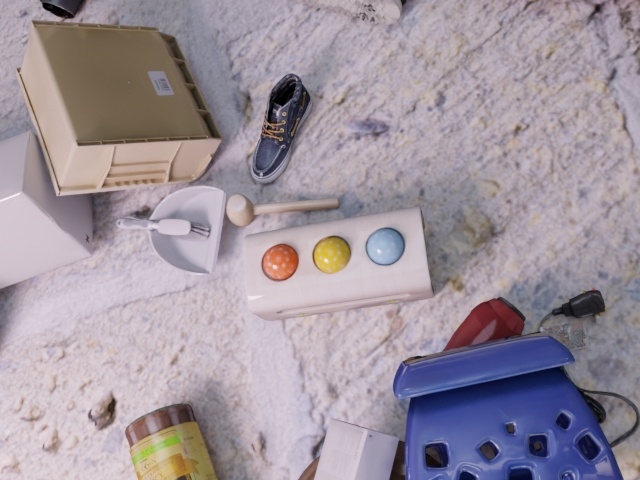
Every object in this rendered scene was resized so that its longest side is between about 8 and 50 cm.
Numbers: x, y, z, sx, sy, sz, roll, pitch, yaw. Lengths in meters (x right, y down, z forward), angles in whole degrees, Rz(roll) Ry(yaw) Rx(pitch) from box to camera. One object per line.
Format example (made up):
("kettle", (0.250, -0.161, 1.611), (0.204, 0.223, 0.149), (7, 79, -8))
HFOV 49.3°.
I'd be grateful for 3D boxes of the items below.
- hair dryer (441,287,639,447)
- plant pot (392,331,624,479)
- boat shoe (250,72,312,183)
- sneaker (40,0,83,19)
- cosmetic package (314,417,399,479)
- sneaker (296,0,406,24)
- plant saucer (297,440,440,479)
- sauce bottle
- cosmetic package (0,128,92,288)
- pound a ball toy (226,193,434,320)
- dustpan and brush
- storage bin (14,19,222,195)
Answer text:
("hair dryer", (0.278, 0.187, 0.975), (0.294, 0.080, 0.223), (-10, 72, 11))
("plant pot", (0.206, 0.231, 0.848), (0.236, 0.236, 0.212), (-14, 80, 3))
("boat shoe", (-0.076, -0.191, 1.178), (0.065, 0.083, 0.183), (21, 79, 19))
("sneaker", (-0.564, -0.529, 1.404), (0.222, 0.083, 0.118), (20, 79, 18))
("cosmetic package", (0.029, 0.366, 0.924), (0.060, 0.099, 0.239), (22, 76, -24))
("sneaker", (0.036, -0.492, 1.244), (0.293, 0.102, 0.146), (24, 76, 15))
("plant saucer", (0.075, 0.417, 0.975), (0.278, 0.041, 0.277), (-4, 71, 13))
("sauce bottle", (-0.180, 0.410, 1.001), (0.111, 0.111, 0.344), (-28, 68, 4))
("cosmetic package", (-0.596, -0.017, 1.177), (0.366, 0.197, 0.155), (-19, 51, 5))
("pound a ball toy", (0.000, 0.000, 1.072), (0.319, 0.136, 0.208), (-8, 71, 11))
("dustpan and brush", (-0.261, -0.022, 1.179), (0.211, 0.060, 0.147), (3, 83, 39))
("storage bin", (-0.337, -0.227, 1.172), (0.260, 0.123, 0.262), (-9, 62, -37))
